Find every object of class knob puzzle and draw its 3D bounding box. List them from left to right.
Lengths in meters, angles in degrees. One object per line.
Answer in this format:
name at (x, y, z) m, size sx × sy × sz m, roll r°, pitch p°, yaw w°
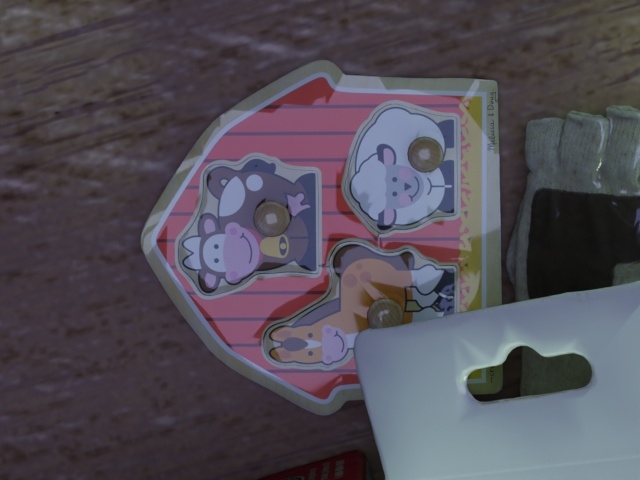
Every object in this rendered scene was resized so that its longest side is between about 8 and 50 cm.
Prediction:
knob puzzle at (0.000, 0.000, 0.948) m, size 0.213 × 0.030 × 0.213 m, roll 0°, pitch 96°, yaw 1°

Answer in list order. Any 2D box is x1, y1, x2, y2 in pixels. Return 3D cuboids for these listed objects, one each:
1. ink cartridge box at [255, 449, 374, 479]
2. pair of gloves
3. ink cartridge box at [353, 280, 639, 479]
ink cartridge box at (-0.104, 0.222, 0.874) m, size 0.306 × 0.226 × 0.131 m, roll -19°, pitch 94°, yaw 4°
pair of gloves at (0.201, 0.033, 0.894) m, size 0.240 × 0.042 × 0.204 m, roll 3°, pitch 101°, yaw 35°
ink cartridge box at (0.163, 0.186, 0.854) m, size 0.207 × 0.119 × 0.353 m, roll -12°, pitch 95°, yaw 39°
